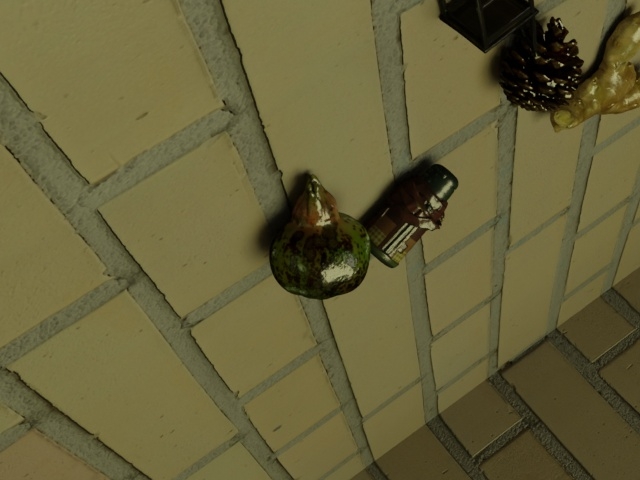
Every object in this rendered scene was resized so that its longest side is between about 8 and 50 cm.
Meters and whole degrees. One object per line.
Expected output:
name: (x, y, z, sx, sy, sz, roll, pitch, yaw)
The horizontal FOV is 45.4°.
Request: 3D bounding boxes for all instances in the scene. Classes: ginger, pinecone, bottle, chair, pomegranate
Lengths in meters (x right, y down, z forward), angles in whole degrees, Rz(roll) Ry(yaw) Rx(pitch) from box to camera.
ginger: (0.758, -0.394, 2.050, 0.348, 0.122, 0.363, -42, 154, 8)
pinecone: (0.502, -0.390, 1.719, 0.204, 0.179, 0.184, -67, 165, 10)
bottle: (0.227, -0.063, 1.861, 0.271, 0.143, 0.156, -47, 148, 9)
chair: (0.325, -0.448, 1.481, 0.141, 0.154, 0.260, -37, 146, -3)
pomegranate: (-0.014, -0.002, 1.676, 0.204, 0.276, 0.222, -17, -166, 45)
